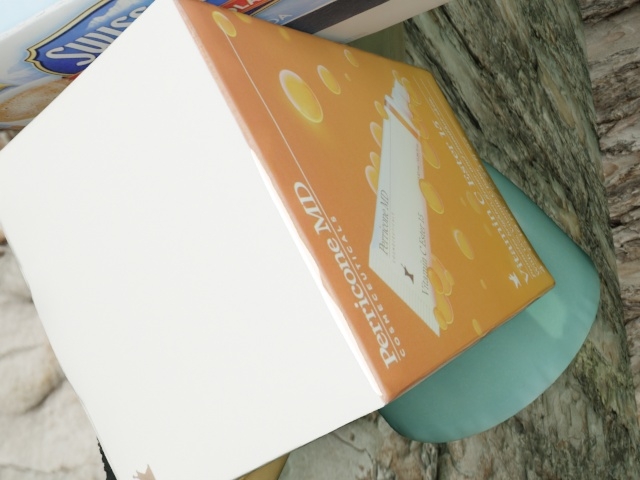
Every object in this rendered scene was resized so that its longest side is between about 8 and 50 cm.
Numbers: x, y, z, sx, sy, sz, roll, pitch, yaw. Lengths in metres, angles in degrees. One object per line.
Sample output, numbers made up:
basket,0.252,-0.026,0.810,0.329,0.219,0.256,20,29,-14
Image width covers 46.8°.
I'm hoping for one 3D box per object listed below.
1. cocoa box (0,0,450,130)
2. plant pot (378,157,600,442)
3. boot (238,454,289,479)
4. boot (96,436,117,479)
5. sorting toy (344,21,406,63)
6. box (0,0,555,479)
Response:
cocoa box,-0.116,-0.221,0.455,0.228,0.347,0.232,-10,87,-59
plant pot,0.105,0.028,0.801,0.235,0.293,0.293,45,40,-19
boot,-0.048,0.262,0.583,0.236,0.089,0.270,-47,127,-34
boot,-0.122,0.160,0.585,0.099,0.045,0.121,-8,92,-57
sorting toy,0.054,-0.299,1.067,0.196,0.047,0.348,24,57,-48
box,0.000,0.000,0.501,0.345,0.168,0.215,-12,71,-61
